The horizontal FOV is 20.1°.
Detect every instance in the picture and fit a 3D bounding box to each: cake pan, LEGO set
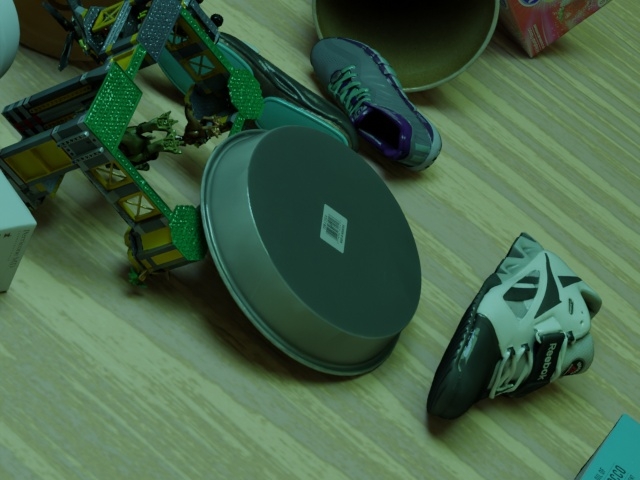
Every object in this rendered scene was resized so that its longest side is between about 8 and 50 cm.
[{"bbox_3d":[0.000,0.000,1.915,0.293,0.054,0.293,28,45,-33],"label":"cake pan"},{"bbox_3d":[-0.222,-0.110,1.926,0.255,0.192,0.331,44,44,-36],"label":"LEGO set"}]

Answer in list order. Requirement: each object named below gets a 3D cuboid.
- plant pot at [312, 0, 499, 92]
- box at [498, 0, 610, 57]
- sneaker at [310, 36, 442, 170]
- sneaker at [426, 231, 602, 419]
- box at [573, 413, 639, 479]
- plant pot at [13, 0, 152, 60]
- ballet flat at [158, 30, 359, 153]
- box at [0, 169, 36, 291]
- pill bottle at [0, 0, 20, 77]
[{"bbox_3d":[0.104,-0.350,2.383,0.237,0.237,0.254,20,23,-10],"label":"plant pot"},{"bbox_3d":[0.277,-0.407,2.462,0.142,0.154,0.300,54,0,32],"label":"box"},{"bbox_3d":[0.055,-0.178,2.214,0.224,0.083,0.098,46,20,23],"label":"sneaker"},{"bbox_3d":[0.225,0.108,1.961,0.146,0.122,0.330,32,37,9],"label":"sneaker"},{"bbox_3d":[0.265,0.280,1.798,0.060,0.100,0.244,36,37,9],"label":"box"},{"bbox_3d":[-0.275,-0.348,2.090,0.291,0.291,0.203,20,53,-10],"label":"plant pot"},{"bbox_3d":[-0.077,-0.177,2.153,0.280,0.095,0.096,35,26,-7],"label":"ballet flat"},{"bbox_3d":[-0.349,-0.010,1.759,0.087,0.101,0.102,-13,54,-42],"label":"box"},{"bbox_3d":[-0.456,-0.157,1.775,0.210,0.210,0.363,31,35,4],"label":"pill bottle"}]
